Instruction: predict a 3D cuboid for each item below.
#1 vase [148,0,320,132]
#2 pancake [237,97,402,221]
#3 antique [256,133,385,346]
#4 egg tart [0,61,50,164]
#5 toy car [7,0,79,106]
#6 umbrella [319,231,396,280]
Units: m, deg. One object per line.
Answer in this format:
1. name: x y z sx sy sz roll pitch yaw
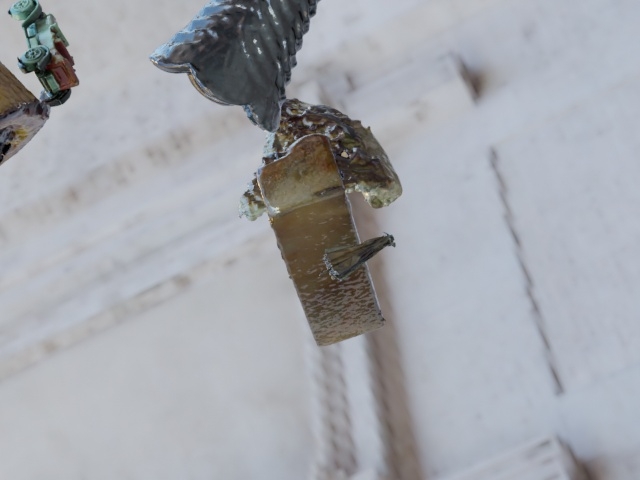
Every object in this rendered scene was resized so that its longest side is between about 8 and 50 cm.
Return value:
1. vase: -0.021 -0.207 1.374 0.115 0.237 0.115 31 180 0
2. pancake: -0.025 -0.088 2.395 0.266 0.244 0.057 27 140 39
3. antique: 0.000 0.000 1.994 0.310 0.087 0.093 71 -179 -59
4. egg tart: -0.403 -0.128 1.943 0.171 0.215 0.215 55 -168 4
5. toy car: -0.308 -0.213 2.073 0.143 0.054 0.073 -110 -6 -49
6. umbrella: 0.032 0.013 1.678 0.031 0.083 0.020 58 161 15
